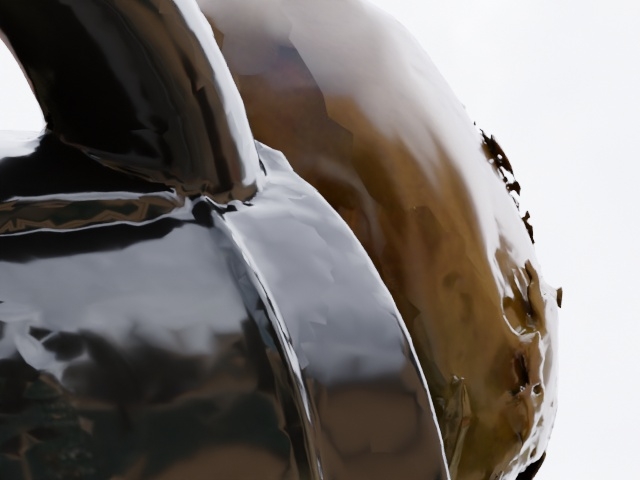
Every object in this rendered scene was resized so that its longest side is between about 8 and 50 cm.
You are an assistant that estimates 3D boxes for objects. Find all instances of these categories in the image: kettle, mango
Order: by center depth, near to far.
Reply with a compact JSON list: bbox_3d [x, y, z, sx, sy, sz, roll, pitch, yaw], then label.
[{"bbox_3d":[-0.154,0.049,0.416,0.228,0.324,0.321,38,-58,48],"label":"kettle"},{"bbox_3d":[0.000,0.000,0.710,0.156,0.248,0.151,-22,-25,-11],"label":"mango"}]
